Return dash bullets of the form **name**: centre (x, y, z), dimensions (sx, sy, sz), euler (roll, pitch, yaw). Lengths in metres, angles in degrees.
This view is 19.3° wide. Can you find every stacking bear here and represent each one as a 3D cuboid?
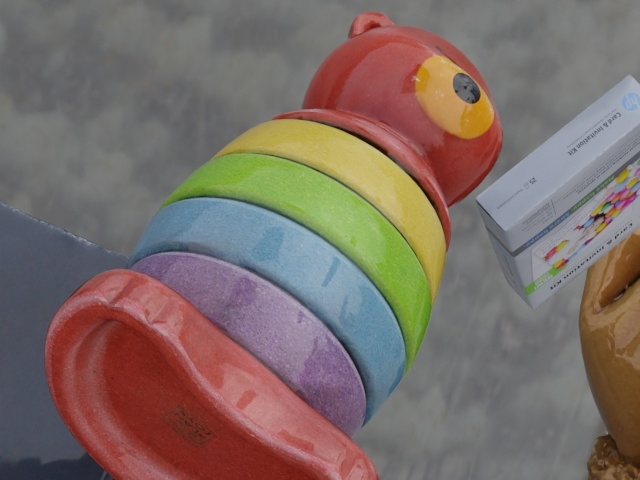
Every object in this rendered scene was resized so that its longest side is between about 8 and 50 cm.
- **stacking bear**: centre (0.000, 0.000, 0.976), dimensions (0.175, 0.164, 0.289), euler (41, 57, -9)

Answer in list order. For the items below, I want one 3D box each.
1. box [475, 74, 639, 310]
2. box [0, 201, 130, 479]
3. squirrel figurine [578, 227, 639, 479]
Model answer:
- **box**: centre (0.194, -0.031, 1.407), dimensions (0.145, 0.186, 0.038), euler (-38, 67, -3)
- **box**: centre (-0.224, 0.289, 1.320), dimensions (0.297, 0.480, 0.471), euler (24, 69, 26)
- **squirrel figurine**: centre (0.429, 0.161, 1.649), dimensions (0.370, 0.281, 0.397), euler (6, 70, 38)
